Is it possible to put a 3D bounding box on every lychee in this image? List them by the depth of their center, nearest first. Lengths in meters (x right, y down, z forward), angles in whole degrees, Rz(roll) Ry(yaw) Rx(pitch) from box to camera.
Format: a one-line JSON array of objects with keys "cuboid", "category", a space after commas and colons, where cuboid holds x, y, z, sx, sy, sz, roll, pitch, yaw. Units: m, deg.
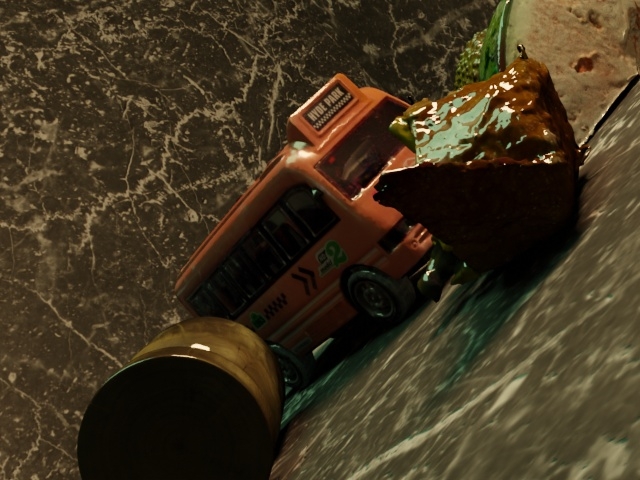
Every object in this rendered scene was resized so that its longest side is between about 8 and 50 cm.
[{"cuboid": [0.292, -0.266, 1.742, 0.171, 0.171, 0.171, -46, 2, 2], "category": "lychee"}]

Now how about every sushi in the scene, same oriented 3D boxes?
[{"cuboid": [0.136, -0.055, 0.907, 0.179, 0.166, 0.296, -23, 19, 22], "category": "sushi"}]

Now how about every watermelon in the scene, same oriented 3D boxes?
[{"cuboid": [0.261, -0.184, 1.153, 0.305, 0.180, 0.224, -51, -40, -25], "category": "watermelon"}]

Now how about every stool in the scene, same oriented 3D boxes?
[{"cuboid": [-0.129, 0.181, 1.081, 0.179, 0.179, 0.264, -46, 2, 3], "category": "stool"}]

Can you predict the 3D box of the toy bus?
[{"cuboid": [0.000, 0.000, 1.278, 0.203, 0.233, 0.427, -47, 2, -37], "category": "toy bus"}]
